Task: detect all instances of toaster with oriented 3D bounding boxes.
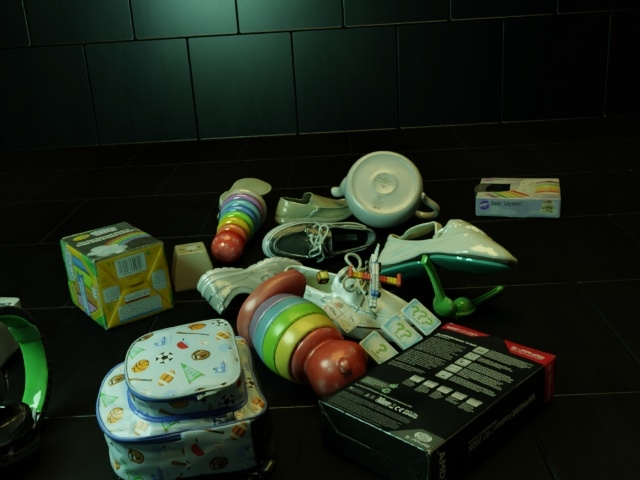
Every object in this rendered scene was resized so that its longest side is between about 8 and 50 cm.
[{"bbox_3d":[-0.730,0.201,1.594,0.168,0.110,0.185,-1,19,4],"label":"toaster"}]

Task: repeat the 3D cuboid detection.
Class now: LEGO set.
[{"bbox_3d":[0.110,0.122,1.517,0.182,0.060,0.244,-34,68,-32],"label":"LEGO set"}]

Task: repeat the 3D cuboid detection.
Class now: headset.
[{"bbox_3d":[-0.518,0.277,1.178,0.185,0.243,0.394,-4,40,14],"label":"headset"}]

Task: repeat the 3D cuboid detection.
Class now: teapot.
[{"bbox_3d":[0.197,-0.137,2.282,0.253,0.256,0.187,-28,-20,-7],"label":"teapot"}]

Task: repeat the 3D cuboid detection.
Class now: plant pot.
[{"bbox_3d":[-0.332,0.063,1.934,0.109,0.096,0.109,-9,20,-14],"label":"plant pot"}]

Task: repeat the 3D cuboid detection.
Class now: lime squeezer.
[{"bbox_3d":[0.303,0.123,1.662,0.059,0.110,0.310,-7,-19,44],"label":"lime squeezer"}]

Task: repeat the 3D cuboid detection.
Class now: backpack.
[{"bbox_3d":[-0.222,0.265,1.203,0.263,0.213,0.276,-17,24,-7],"label":"backpack"}]

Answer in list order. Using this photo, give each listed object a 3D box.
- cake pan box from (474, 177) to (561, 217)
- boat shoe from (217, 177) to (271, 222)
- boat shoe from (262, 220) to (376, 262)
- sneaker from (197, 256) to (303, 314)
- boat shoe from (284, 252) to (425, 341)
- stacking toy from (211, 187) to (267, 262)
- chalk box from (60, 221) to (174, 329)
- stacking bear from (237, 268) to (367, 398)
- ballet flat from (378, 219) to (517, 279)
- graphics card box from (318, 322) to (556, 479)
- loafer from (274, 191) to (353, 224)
[{"bbox_3d":[0.628,-0.139,2.385,0.267,0.070,0.246,2,18,17],"label":"cake pan box"},{"bbox_3d":[-0.258,-0.129,2.473,0.114,0.091,0.302,25,26,16],"label":"boat shoe"},{"bbox_3d":[0.001,0.004,2.020,0.306,0.113,0.105,0,3,-18],"label":"boat shoe"},{"bbox_3d":[-0.151,0.121,1.788,0.281,0.105,0.115,-11,54,-32],"label":"sneaker"},{"bbox_3d":[0.067,0.109,1.639,0.367,0.156,0.136,12,25,37],"label":"boat shoe"},{"bbox_3d":[-0.250,-0.032,2.168,0.141,0.141,0.330,-1,25,7],"label":"stacking toy"},{"bbox_3d":[-0.510,0.072,1.823,0.180,0.179,0.289,-17,23,-32],"label":"chalk box"},{"bbox_3d":[-0.020,0.201,1.414,0.164,0.175,0.289,-19,32,-30],"label":"stacking bear"},{"bbox_3d":[0.283,0.013,1.743,0.139,0.139,0.400,-19,7,-38],"label":"ballet flat"},{"bbox_3d":[0.204,0.268,1.262,0.233,0.094,0.371,15,26,41],"label":"graphics card box"},{"bbox_3d":[-0.014,-0.107,2.365,0.269,0.092,0.102,-9,20,-15],"label":"loafer"}]
